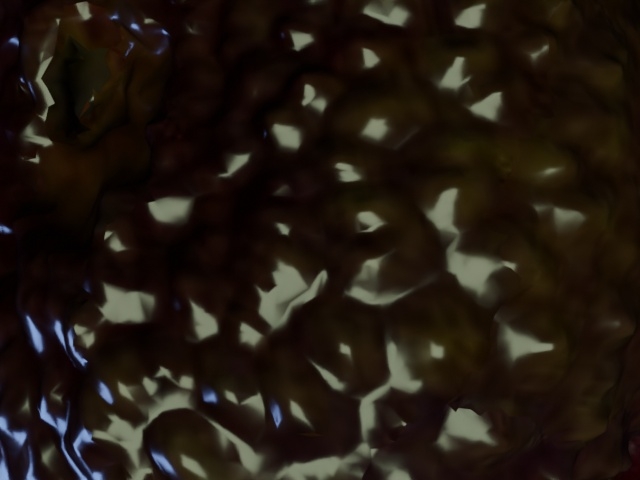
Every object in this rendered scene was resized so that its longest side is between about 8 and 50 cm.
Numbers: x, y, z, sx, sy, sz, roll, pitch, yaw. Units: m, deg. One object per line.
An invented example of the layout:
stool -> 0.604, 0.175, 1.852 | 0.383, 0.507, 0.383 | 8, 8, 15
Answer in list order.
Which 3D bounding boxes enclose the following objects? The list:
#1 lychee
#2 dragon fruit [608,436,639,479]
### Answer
lychee -> 0.000, 0.000, 0.507 | 0.271, 0.271, 0.271 | -3, 120, -6
dragon fruit -> 0.190, 0.185, 0.638 | 0.305, 0.226, 0.305 | -4, 123, -6
